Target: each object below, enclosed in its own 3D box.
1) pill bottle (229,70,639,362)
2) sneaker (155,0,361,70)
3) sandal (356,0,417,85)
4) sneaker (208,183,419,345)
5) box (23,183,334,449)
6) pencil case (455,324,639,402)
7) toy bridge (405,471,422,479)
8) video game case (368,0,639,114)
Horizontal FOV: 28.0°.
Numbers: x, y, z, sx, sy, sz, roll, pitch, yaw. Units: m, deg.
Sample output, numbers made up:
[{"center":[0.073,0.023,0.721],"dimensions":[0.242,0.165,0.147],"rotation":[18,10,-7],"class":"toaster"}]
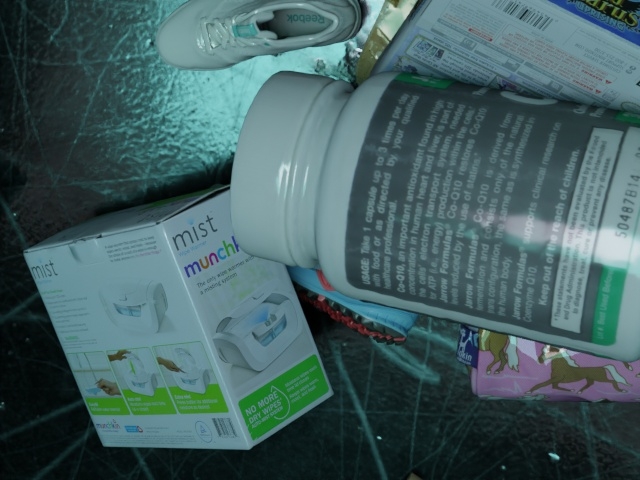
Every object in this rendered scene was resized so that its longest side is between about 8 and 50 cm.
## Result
[{"center":[0.119,-0.032,1.099],"dimensions":[0.361,0.204,0.204],"rotation":[13,108,17],"class":"pill bottle"},{"center":[-0.071,-0.210,1.257],"dimensions":[0.212,0.094,0.080],"rotation":[-8,104,15],"class":"sneaker"},{"center":[0.087,-0.238,1.211],"dimensions":[0.088,0.079,0.240],"rotation":[24,113,11],"class":"sandal"},{"center":[0.000,0.000,1.313],"dimensions":[0.261,0.104,0.125],"rotation":[30,78,14],"class":"sneaker"},{"center":[-0.150,0.080,1.276],"dimensions":[0.262,0.126,0.231],"rotation":[-11,103,49],"class":"box"},{"center":[0.326,0.077,1.212],"dimensions":[0.386,0.167,0.160],"rotation":[1,82,12],"class":"pencil case"},{"center":[0.153,0.326,1.388],"dimensions":[0.188,0.026,0.063],"rotation":[34,111,2],"class":"toy bridge"},{"center":[0.200,-0.143,1.129],"dimensions":[0.269,0.061,0.244],"rotation":[25,152,-7],"class":"video game case"}]
